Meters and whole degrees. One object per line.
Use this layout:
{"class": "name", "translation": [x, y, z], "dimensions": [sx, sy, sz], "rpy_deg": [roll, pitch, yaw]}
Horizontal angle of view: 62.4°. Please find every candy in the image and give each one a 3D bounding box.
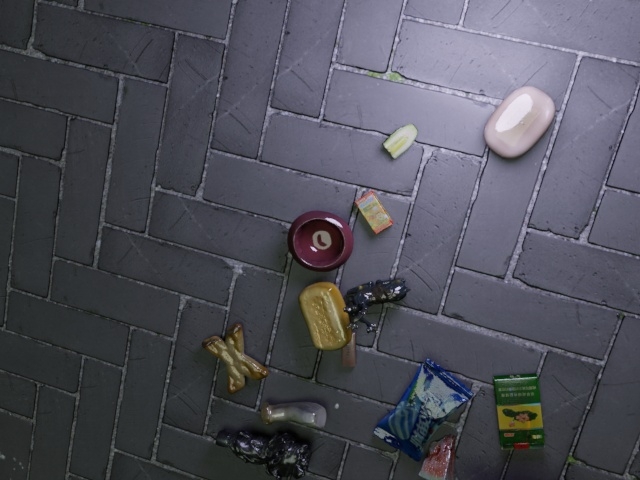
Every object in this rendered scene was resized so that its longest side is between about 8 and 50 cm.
{"class": "candy", "translation": [0.322, 0.542, 1.667], "dimensions": [0.187, 0.077, 0.331], "rpy_deg": [34, 107, 6]}
{"class": "candy", "translation": [0.163, -0.085, 1.600], "dimensions": [0.062, 0.038, 0.122], "rpy_deg": [-33, 93, 15]}

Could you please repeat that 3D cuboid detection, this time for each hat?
{"class": "hat", "translation": [0.000, 0.000, 1.624], "dimensions": [0.205, 0.089, 0.206], "rpy_deg": [2, 104, 7]}

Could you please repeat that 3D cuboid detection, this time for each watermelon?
{"class": "watermelon", "translation": [0.373, 0.706, 1.673], "dimensions": [0.097, 0.121, 0.158], "rpy_deg": [4, 98, 33]}

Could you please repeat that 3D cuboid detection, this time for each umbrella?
{"class": "umbrella", "translation": [-0.196, 0.696, 1.776], "dimensions": [0.336, 0.128, 0.154], "rpy_deg": [20, 106, 10]}

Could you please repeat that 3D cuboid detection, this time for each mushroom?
{"class": "mushroom", "translation": [-0.094, 0.575, 1.750], "dimensions": [0.223, 0.092, 0.081], "rpy_deg": [0, 117, 19]}

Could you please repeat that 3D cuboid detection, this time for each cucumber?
{"class": "cucumber", "translation": [0.236, -0.298, 1.548], "dimensions": [0.107, 0.035, 0.067], "rpy_deg": [-40, 109, 14]}

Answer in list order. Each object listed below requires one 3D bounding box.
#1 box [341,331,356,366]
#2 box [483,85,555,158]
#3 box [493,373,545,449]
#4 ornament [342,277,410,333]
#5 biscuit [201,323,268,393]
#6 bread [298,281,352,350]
{"class": "box", "translation": [0.091, 0.351, 1.702], "dimensions": [0.048, 0.025, 0.115], "rpy_deg": [2, 101, 12]}
{"class": "box", "translation": [0.546, -0.324, 1.454], "dimensions": [0.146, 0.088, 0.200], "rpy_deg": [40, 106, 3]}
{"class": "box", "translation": [0.611, 0.528, 1.627], "dimensions": [0.132, 0.034, 0.235], "rpy_deg": [-8, 99, 12]}
{"class": "ornament", "translation": [0.163, 0.193, 1.550], "dimensions": [0.202, 0.236, 0.080], "rpy_deg": [-11, 104, 14]}
{"class": "biscuit", "translation": [-0.285, 0.396, 1.774], "dimensions": [0.164, 0.047, 0.208], "rpy_deg": [-29, 94, 16]}
{"class": "bread", "translation": [0.022, 0.234, 1.654], "dimensions": [0.147, 0.098, 0.217], "rpy_deg": [-12, 98, 31]}
